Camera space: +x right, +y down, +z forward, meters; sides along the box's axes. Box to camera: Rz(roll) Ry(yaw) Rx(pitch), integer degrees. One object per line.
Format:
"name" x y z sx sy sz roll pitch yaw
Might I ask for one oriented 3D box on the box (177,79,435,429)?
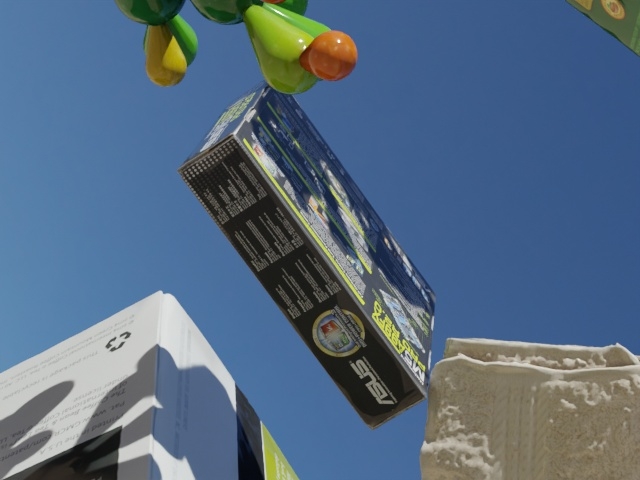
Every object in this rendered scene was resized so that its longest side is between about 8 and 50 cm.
"box" 0.000 0.000 1.064 0.270 0.060 0.216 53 18 -13

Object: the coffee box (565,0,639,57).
"coffee box" 0.112 -0.179 0.595 0.184 0.040 0.113 43 -16 23

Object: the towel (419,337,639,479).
"towel" 0.174 0.219 0.979 0.187 0.049 0.282 0 -89 27

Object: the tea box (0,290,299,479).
"tea box" -0.155 0.266 0.741 0.324 0.329 0.220 61 10 -26

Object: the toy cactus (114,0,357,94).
"toy cactus" -0.055 -0.139 0.554 0.180 0.112 0.219 33 -11 -21
